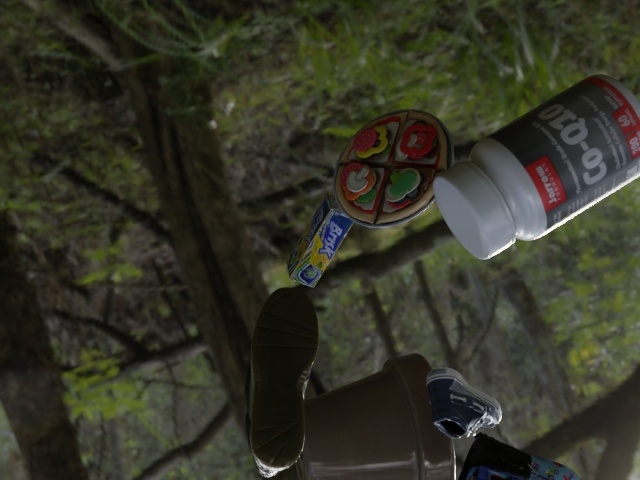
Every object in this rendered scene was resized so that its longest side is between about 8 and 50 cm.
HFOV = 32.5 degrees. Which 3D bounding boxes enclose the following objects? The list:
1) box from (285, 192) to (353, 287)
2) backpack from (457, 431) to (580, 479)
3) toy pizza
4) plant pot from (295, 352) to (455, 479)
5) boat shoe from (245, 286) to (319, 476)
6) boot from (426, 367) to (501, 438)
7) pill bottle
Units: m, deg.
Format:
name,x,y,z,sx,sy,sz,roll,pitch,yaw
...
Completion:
name,x,y,z,sx,sy,sz,roll,pitch,yaw
box,0.000,0.000,2.013,0.169,0.054,0.059,-59,-156,25
backpack,0.274,0.373,1.529,0.173,0.158,0.117,18,-153,2
toy pizza,0.104,-0.114,1.644,0.201,0.201,0.032,-20,146,22
plant pot,0.074,0.329,1.806,0.229,0.263,0.263,-7,-179,-9
boat shoe,-0.052,0.162,1.260,0.080,0.224,0.073,13,147,-15
boot,0.217,0.268,1.662,0.069,0.086,0.190,-22,140,30
pill bottle,0.312,-0.100,1.541,0.283,0.161,0.161,-31,-175,-11
